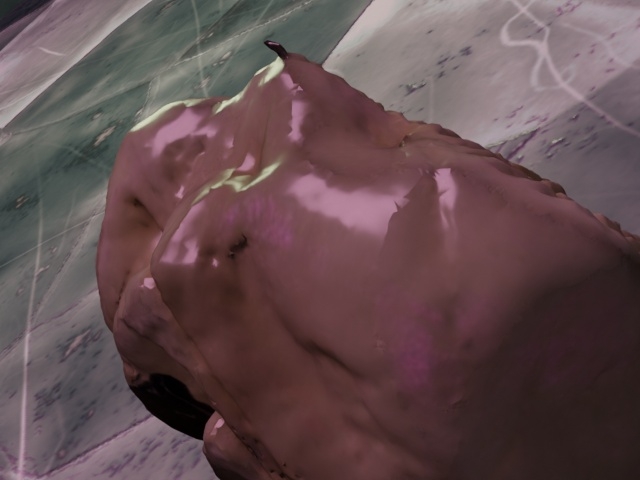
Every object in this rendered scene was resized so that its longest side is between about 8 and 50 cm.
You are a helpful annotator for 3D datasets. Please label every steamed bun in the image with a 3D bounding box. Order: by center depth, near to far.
[{"bbox_3d":[0.026,0.046,0.545,0.206,0.275,0.320,-64,-6,7],"label":"steamed bun"}]
